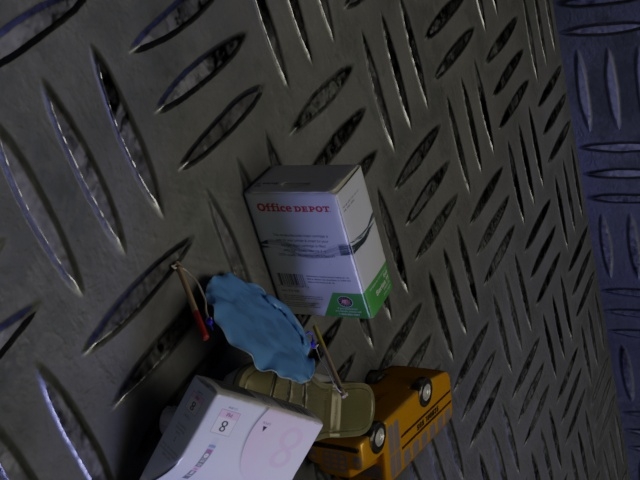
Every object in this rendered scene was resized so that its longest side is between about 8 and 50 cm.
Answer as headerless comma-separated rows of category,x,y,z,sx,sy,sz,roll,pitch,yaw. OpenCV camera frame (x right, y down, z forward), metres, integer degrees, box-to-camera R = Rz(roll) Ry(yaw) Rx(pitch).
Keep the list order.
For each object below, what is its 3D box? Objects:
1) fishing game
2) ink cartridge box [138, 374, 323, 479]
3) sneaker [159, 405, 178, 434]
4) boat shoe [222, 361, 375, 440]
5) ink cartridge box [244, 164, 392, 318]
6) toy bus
fishing game,-0.082,0.116,1.245,0.264,0.041,0.189,27,25,-42
ink cartridge box,-0.124,0.289,1.151,0.189,0.066,0.232,26,90,-45
sneaker,-0.131,0.281,1.232,0.235,0.090,0.095,41,72,-48
boat shoe,-0.046,0.228,1.340,0.302,0.103,0.113,25,70,-51
ink cartridge box,0.000,0.000,1.357,0.087,0.153,0.208,-51,134,-46
toy bus,0.105,0.306,1.593,0.332,0.108,0.130,-28,117,-56
